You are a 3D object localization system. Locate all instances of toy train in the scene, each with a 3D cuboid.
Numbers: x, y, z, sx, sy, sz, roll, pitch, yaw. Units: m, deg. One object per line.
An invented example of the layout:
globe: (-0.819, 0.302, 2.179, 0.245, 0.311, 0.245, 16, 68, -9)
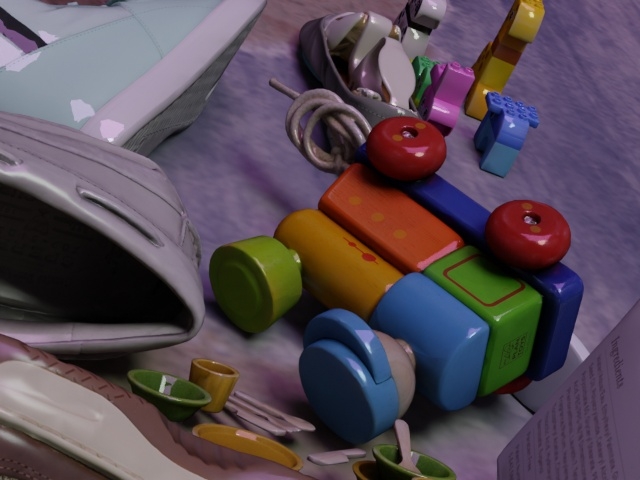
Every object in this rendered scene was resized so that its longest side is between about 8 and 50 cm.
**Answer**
toy train: (0.000, 0.000, 0.792, 0.143, 0.105, 0.248, -25, 48, -35)

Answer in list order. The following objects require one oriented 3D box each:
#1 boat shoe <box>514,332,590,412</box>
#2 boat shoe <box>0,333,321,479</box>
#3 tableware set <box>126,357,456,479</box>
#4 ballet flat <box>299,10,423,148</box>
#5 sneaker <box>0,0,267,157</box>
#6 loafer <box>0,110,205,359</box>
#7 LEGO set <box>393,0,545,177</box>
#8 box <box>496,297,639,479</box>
boat shoe: (0.108, 0.045, 0.839, 0.040, 0.049, 0.142, -6, 40, -46)
boat shoe: (-0.048, 0.125, 0.559, 0.257, 0.095, 0.095, 28, 68, -21)
tableware set: (-0.003, 0.083, 0.643, 0.154, 0.024, 0.104, 23, 9, 31)
ballet flat: (0.033, -0.113, 1.016, 0.072, 0.068, 0.213, 17, 30, -18)
sneaker: (-0.130, -0.122, 0.860, 0.151, 0.094, 0.256, 35, 31, 2)
loafer: (-0.191, -0.015, 0.625, 0.319, 0.112, 0.111, 9, 25, -30)
LEGO set: (0.112, -0.129, 1.080, 0.087, 0.093, 0.227, 20, 29, -13)
box: (0.178, 0.146, 0.628, 0.181, 0.119, 0.182, 31, 27, -12)
